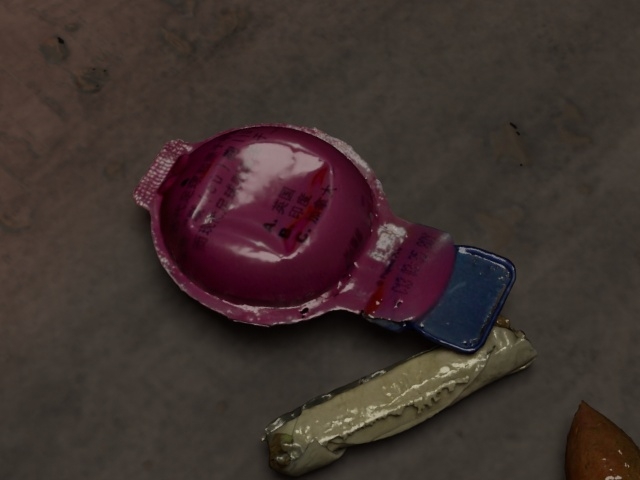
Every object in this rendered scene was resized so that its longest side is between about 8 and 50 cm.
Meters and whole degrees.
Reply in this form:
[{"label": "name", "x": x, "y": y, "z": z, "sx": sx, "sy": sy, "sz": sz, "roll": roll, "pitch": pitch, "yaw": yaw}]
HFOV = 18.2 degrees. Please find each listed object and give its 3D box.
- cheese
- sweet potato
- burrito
[{"label": "cheese", "x": 0.000, "y": 0.000, "z": 1.252, "sx": 0.244, "sy": 0.062, "sz": 0.155, "roll": 22, "pitch": 60, "yaw": 12}, {"label": "sweet potato", "x": 0.187, "y": 0.186, "z": 1.169, "sx": 0.068, "sy": 0.060, "sz": 0.206, "roll": -23, "pitch": 69, "yaw": 26}, {"label": "burrito", "x": 0.049, "y": 0.096, "z": 1.220, "sx": 0.185, "sy": 0.041, "sz": 0.045, "roll": -23, "pitch": 47, "yaw": -14}]
